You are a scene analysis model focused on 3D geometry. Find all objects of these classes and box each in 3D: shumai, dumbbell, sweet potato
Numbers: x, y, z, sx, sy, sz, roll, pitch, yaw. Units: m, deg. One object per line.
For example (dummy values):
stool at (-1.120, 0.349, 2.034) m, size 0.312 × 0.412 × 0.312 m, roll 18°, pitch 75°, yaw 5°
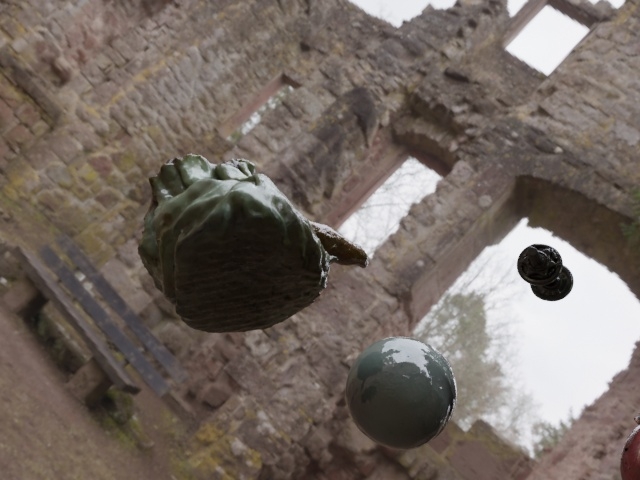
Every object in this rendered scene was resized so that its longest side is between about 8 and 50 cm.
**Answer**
shumai at (-0.082, -0.005, 0.598) m, size 0.184 × 0.184 × 0.142 m, roll 61°, pitch 12°, yaw -52°
dumbbell at (0.416, 0.061, 1.140) m, size 0.081 × 0.082 × 0.254 m, roll 37°, pitch 1°, yaw 35°
sweet potato at (0.000, 0.000, 1.181) m, size 0.273 × 0.067 × 0.067 m, roll 25°, pitch 2°, yaw -37°

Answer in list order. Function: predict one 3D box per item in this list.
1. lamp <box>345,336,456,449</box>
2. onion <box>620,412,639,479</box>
lamp at (0.075, 0.140, 0.572) m, size 0.105 × 0.105 × 0.105 m, roll 43°, pitch -12°, yaw 12°
onion at (0.416, 0.246, 0.734) m, size 0.140 × 0.150 × 0.150 m, roll 52°, pitch -13°, yaw -9°
